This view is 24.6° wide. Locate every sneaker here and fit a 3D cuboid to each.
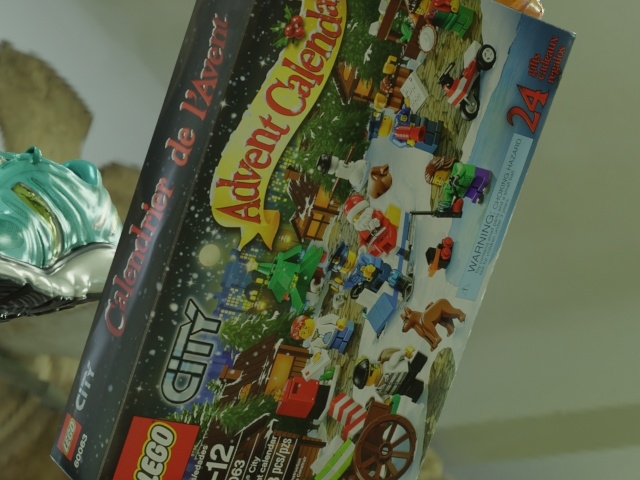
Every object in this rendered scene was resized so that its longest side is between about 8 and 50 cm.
[{"bbox_3d":[-0.202,-0.003,0.915,0.107,0.110,0.275,-15,-1,15],"label":"sneaker"}]

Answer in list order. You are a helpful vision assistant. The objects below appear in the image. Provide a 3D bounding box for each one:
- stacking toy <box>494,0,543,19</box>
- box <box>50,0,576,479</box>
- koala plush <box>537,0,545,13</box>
[{"bbox_3d":[0.148,-0.208,0.718,0.175,0.302,0.166,39,-17,-1],"label":"stacking toy"},{"bbox_3d":[0.000,0.000,0.606,0.159,0.233,0.044,13,9,-37],"label":"box"},{"bbox_3d":[0.065,-0.221,0.921,0.196,0.203,0.221,32,-19,25],"label":"koala plush"}]
